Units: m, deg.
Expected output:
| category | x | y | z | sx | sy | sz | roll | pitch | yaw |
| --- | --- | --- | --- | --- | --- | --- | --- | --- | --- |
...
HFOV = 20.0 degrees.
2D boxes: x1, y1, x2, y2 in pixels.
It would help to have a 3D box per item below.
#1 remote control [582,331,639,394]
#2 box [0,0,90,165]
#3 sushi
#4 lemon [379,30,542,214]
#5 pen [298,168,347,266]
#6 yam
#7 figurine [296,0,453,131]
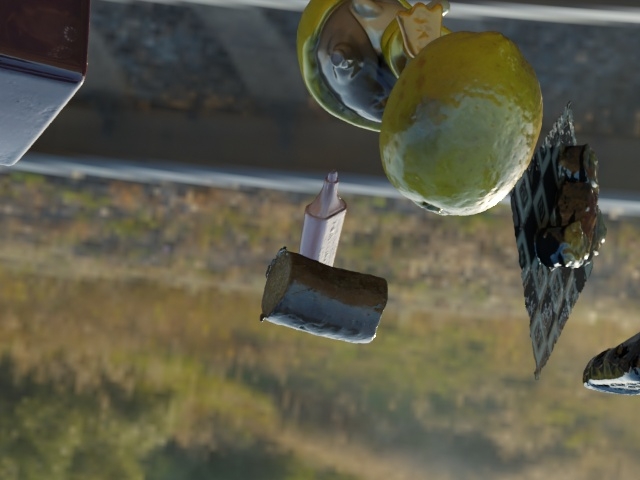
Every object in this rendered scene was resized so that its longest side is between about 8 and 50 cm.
| category | x | y | z | sx | sy | sz | roll | pitch | yaw |
| --- | --- | --- | --- | --- | --- | --- | --- | --- | --- |
| remote control | 0.334 | 0.125 | 1.895 | 0.090 | 0.066 | 0.266 | 7 | 172 | -5 |
| box | -0.364 | -0.203 | 1.952 | 0.167 | 0.193 | 0.294 | 13 | 154 | -24 |
| sushi | 0.178 | -0.004 | 1.273 | 0.031 | 0.139 | 0.201 | -2 | -157 | 22 |
| lemon | 0.148 | -0.123 | 1.892 | 0.170 | 0.207 | 0.170 | 20 | -165 | -6 |
| pen | 0.000 | 0.000 | 2.035 | 0.032 | 0.197 | 0.053 | 35 | -135 | 28 |
| yam | 0.005 | 0.061 | 1.920 | 0.127 | 0.084 | 0.084 | 16 | 168 | -19 |
| figurine | 0.094 | -0.238 | 2.308 | 0.215 | 0.187 | 0.343 | 56 | 166 | -15 |
